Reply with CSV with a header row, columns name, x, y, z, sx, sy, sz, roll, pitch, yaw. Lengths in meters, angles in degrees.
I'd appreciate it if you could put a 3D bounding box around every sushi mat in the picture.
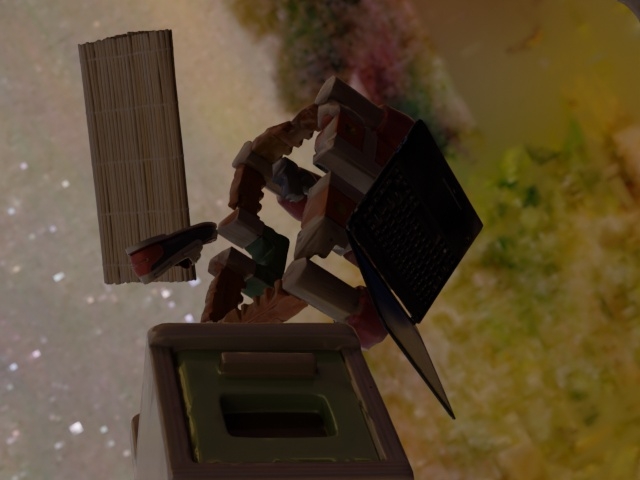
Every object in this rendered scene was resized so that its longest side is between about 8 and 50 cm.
name,x,y,z,sx,sy,sz,roll,pitch,yaw
sushi mat,-0.231,-0.102,1.697,0.019,0.151,0.316,-8,-87,-54

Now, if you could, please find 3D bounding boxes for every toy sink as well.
name,x,y,z,sx,sy,sz,roll,pitch,yaw
toy sink,-0.044,0.137,0.923,0.234,0.153,0.131,-112,27,-62

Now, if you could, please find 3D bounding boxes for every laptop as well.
name,x,y,z,sx,sy,sz,roll,pitch,yaw
laptop,0.140,0.035,1.651,0.136,0.264,0.234,21,158,38

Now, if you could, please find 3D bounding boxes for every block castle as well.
name,x,y,z,sx,sy,sz,roll,pitch,yaw
block castle,0.000,0.000,2.057,0.213,0.303,0.453,33,-136,-25

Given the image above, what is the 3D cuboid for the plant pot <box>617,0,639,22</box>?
name,x,y,z,sx,sy,sz,roll,pitch,yaw
plant pot,0.387,-0.321,1.185,0.334,0.305,0.334,28,-149,-19

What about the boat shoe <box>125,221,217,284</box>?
name,x,y,z,sx,sy,sz,roll,pitch,yaw
boat shoe,-0.150,0.012,1.421,0.137,0.049,0.043,-21,-95,-57
